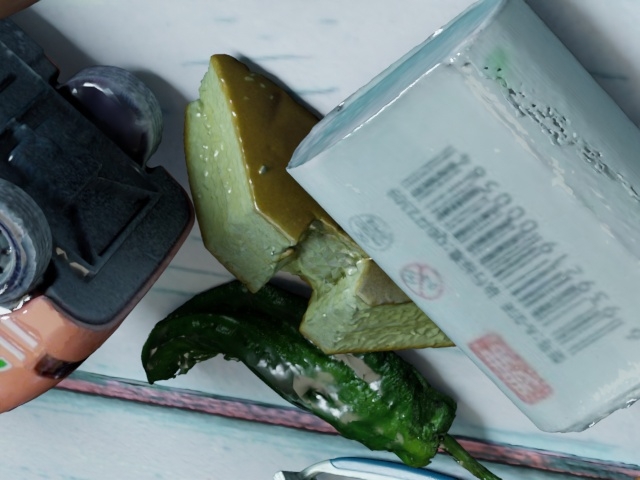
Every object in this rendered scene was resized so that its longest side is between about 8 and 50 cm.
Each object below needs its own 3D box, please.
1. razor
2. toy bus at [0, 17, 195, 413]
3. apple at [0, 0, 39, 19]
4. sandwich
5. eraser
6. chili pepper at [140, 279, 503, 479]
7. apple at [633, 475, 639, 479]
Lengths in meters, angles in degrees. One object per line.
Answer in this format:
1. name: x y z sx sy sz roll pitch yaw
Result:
1. razor: 0.066 0.178 1.276 0.191 0.037 0.068 7 175 22
2. toy bus: -0.300 -0.071 1.086 0.427 0.203 0.233 42 122 -5
3. apple: -0.209 -0.252 0.877 0.306 0.235 0.305 17 136 17
4. sandwich: 0.000 0.000 1.103 0.244 0.088 0.090 38 142 -7
5. eraser: 0.117 -0.011 1.014 0.174 0.081 0.227 -36 105 31
6. chili pepper: 0.002 0.100 1.221 0.279 0.065 0.122 23 147 13
7. apple: 0.258 0.227 1.108 0.209 0.164 0.209 15 134 16
